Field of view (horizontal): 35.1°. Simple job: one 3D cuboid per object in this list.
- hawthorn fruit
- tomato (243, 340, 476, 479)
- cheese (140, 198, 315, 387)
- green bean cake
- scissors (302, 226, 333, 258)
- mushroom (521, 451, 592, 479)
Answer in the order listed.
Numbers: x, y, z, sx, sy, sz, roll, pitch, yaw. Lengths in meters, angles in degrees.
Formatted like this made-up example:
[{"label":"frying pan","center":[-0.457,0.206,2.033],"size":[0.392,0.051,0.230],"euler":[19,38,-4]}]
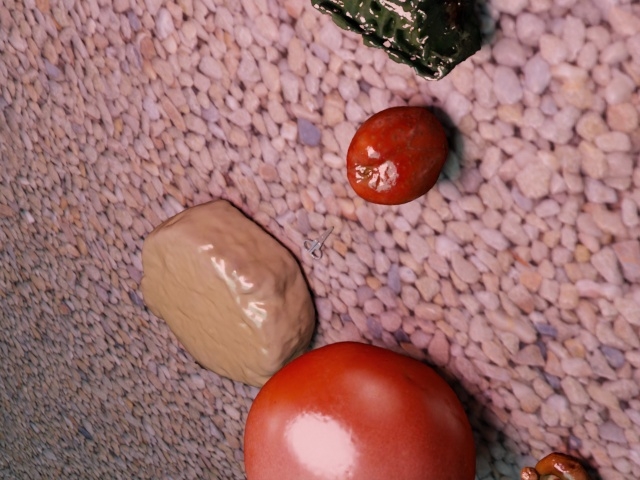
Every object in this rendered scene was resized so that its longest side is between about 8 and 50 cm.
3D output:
[{"label":"hawthorn fruit","center":[0.088,-0.099,1.183],"size":[0.128,0.128,0.128],"euler":[28,138,29]},{"label":"tomato","center":[0.056,0.307,1.389],"size":[0.321,0.321,0.321],"euler":[28,138,29]},{"label":"cheese","center":[-0.156,0.088,1.608],"size":[0.326,0.115,0.318],"euler":[1,120,49]},{"label":"green bean cake","center":[0.091,-0.292,1.026],"size":[0.193,0.107,0.208],"euler":[39,140,19]},{"label":"scissors","center":[0.000,0.000,1.452],"size":[0.036,0.006,0.083],"euler":[48,144,3]},{"label":"mushroom","center":[0.309,0.311,1.315],"size":[0.129,0.073,0.088],"euler":[37,175,-42]}]
